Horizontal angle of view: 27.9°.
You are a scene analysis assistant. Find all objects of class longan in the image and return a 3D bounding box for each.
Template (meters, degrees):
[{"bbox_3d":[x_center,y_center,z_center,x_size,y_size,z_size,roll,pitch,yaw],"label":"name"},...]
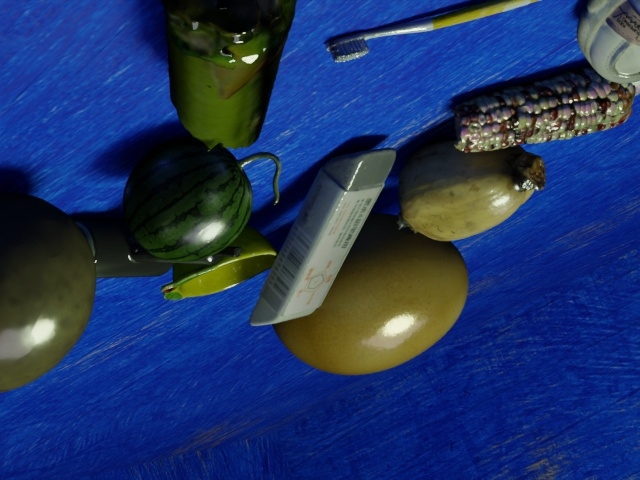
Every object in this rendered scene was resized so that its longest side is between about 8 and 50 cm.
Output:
[{"bbox_3d":[-0.363,0.055,1.413,0.246,0.215,0.246,-34,149,-24],"label":"longan"}]

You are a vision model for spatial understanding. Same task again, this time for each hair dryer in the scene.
[{"bbox_3d":[-0.208,0.009,1.573,0.248,0.078,0.195,-2,180,38],"label":"hair dryer"}]

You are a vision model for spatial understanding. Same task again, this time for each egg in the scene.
[{"bbox_3d":[0.073,0.081,2.015,0.322,0.250,0.250,-12,170,20],"label":"egg"}]

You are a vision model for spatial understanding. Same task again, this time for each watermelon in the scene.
[{"bbox_3d":[-0.134,-0.057,1.470,0.187,0.141,0.140,-32,165,6],"label":"watermelon"}]

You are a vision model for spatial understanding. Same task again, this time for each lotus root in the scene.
[{"bbox_3d":[0.202,-0.081,1.829,0.257,0.140,0.154,-16,-156,43],"label":"lotus root"}]

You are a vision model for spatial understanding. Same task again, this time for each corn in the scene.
[{"bbox_3d":[0.303,-0.177,1.757,0.280,0.092,0.092,-13,164,-18],"label":"corn"}]

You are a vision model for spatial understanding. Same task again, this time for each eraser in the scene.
[{"bbox_3d":[0.000,0.000,1.817,0.089,0.061,0.352,-11,137,-46],"label":"eraser"}]

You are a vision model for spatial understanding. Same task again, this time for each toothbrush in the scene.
[{"bbox_3d":[0.141,-0.240,1.408,0.288,0.024,0.021,-18,164,-15],"label":"toothbrush"}]

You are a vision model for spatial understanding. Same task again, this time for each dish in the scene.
[{"bbox_3d":[-0.150,0.019,1.834,0.207,0.080,0.149,-11,162,-40],"label":"dish"}]

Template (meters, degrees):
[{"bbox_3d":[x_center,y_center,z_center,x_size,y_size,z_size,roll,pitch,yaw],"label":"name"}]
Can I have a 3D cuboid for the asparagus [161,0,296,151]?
[{"bbox_3d":[-0.089,-0.161,1.190,0.108,0.128,0.382,17,162,-2],"label":"asparagus"}]

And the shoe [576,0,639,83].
[{"bbox_3d":[0.444,-0.250,1.460,0.172,0.198,0.351,-11,161,-31],"label":"shoe"}]

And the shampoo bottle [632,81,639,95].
[{"bbox_3d":[0.434,-0.223,1.856,0.099,0.043,0.072,-29,163,30],"label":"shampoo bottle"}]
